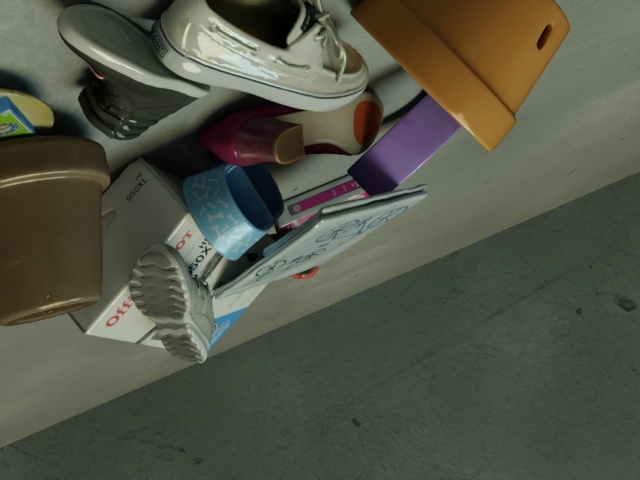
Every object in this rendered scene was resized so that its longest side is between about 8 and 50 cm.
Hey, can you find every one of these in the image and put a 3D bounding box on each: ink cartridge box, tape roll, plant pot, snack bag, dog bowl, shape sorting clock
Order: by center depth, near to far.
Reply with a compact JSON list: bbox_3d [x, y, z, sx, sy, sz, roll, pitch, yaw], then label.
[{"bbox_3d":[-0.456,-0.149,1.065,0.206,0.040,0.206,-16,171,-3],"label":"shape sorting clock"},{"bbox_3d":[0.216,-0.298,1.178,0.203,0.291,0.291,-44,161,12],"label":"plant pot"},{"bbox_3d":[-0.419,-0.003,1.187,0.263,0.229,0.263,-16,175,-1],"label":"plant pot"},{"bbox_3d":[-0.144,-0.073,1.454,0.074,0.165,0.297,-29,-171,17],"label":"dog bowl"},{"bbox_3d":[0.000,0.000,1.540,0.323,0.037,0.343,-17,167,-47],"label":"snack bag"},{"bbox_3d":[-0.278,0.049,1.545,0.285,0.166,0.395,-49,154,6],"label":"ink cartridge box"},{"bbox_3d":[0.180,-0.197,1.586,0.275,0.090,0.275,-43,-179,1],"label":"tape roll"},{"bbox_3d":[0.061,-0.102,2.000,0.371,0.069,0.175,-25,165,-6],"label":"ink cartridge box"}]

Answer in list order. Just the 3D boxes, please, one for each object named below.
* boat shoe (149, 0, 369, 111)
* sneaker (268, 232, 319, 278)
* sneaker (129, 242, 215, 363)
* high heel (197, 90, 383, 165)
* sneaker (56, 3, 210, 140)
[{"bbox_3d":[-0.039,-0.284,1.105,0.367,0.135,0.156,4,147,-43],"label":"boat shoe"},{"bbox_3d":[-0.128,0.025,1.925,0.276,0.097,0.135,10,166,-10],"label":"sneaker"},{"bbox_3d":[-0.245,0.090,1.391,0.105,0.115,0.281,8,141,12],"label":"sneaker"},{"bbox_3d":[-0.039,-0.213,1.470,0.181,0.127,0.377,13,-161,33],"label":"high heel"},{"bbox_3d":[-0.268,-0.200,1.049,0.147,0.104,0.296,-33,168,15],"label":"sneaker"}]
